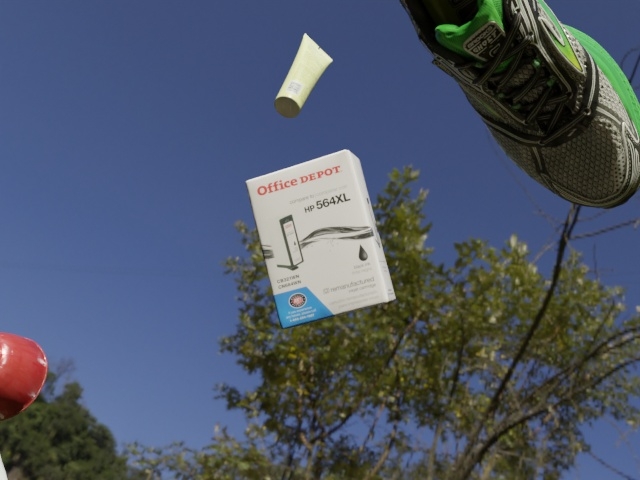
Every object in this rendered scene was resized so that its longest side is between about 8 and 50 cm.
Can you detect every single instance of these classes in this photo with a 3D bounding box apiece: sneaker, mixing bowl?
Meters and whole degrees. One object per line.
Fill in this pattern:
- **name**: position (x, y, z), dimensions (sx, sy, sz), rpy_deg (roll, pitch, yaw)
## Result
- **sneaker**: position (0.166, -0.160, 0.665), dimensions (0.134, 0.146, 0.343), rpy_deg (-39, -85, 32)
- **mixing bowl**: position (-0.629, 0.244, 1.394), dimensions (0.181, 0.181, 0.098), rpy_deg (9, -32, 14)

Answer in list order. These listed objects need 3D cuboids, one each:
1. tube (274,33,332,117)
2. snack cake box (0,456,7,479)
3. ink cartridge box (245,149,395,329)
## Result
- **tube**: position (-0.038, -0.375, 1.671), dimensions (0.062, 0.240, 0.070), rpy_deg (8, -40, 17)
- **snack cake box**: position (-0.299, 0.213, 0.444), dimensions (0.264, 0.152, 0.089), rpy_deg (-41, -31, 20)
- **ink cartridge box**: position (0.000, 0.000, 0.963), dimensions (0.148, 0.203, 0.086), rpy_deg (-16, -6, 12)
